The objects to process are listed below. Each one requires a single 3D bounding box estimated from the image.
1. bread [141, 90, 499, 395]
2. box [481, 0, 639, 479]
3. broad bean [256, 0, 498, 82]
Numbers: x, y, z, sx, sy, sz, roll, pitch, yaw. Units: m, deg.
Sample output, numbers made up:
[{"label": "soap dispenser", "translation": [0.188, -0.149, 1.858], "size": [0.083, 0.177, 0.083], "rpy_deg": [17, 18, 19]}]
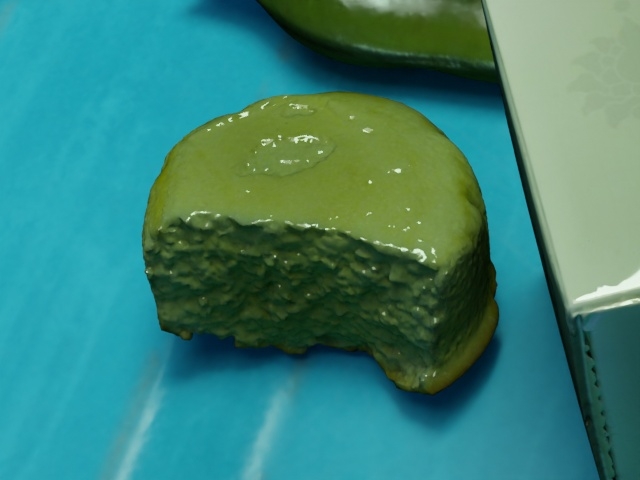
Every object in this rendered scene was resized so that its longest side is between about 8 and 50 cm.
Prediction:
[{"label": "bread", "translation": [0.006, -0.007, 0.704], "size": [0.156, 0.086, 0.125], "rpy_deg": [10, 49, 18]}, {"label": "box", "translation": [0.126, 0.003, 0.580], "size": [0.095, 0.212, 0.168], "rpy_deg": [-13, 53, 8]}, {"label": "broad bean", "translation": [0.074, -0.110, 0.775], "size": [0.325, 0.067, 0.075], "rpy_deg": [13, 90, 21]}]
